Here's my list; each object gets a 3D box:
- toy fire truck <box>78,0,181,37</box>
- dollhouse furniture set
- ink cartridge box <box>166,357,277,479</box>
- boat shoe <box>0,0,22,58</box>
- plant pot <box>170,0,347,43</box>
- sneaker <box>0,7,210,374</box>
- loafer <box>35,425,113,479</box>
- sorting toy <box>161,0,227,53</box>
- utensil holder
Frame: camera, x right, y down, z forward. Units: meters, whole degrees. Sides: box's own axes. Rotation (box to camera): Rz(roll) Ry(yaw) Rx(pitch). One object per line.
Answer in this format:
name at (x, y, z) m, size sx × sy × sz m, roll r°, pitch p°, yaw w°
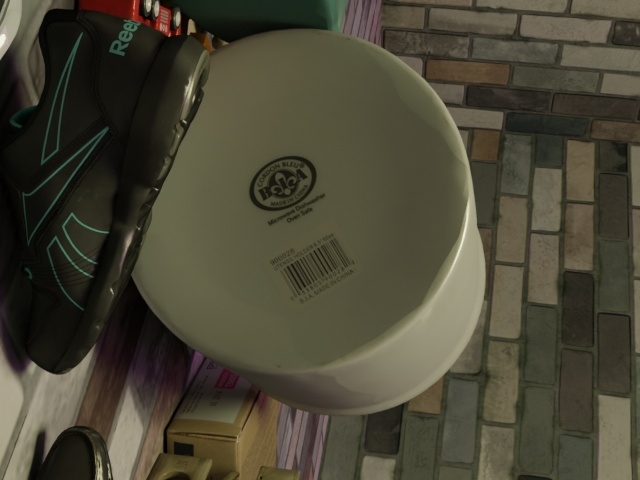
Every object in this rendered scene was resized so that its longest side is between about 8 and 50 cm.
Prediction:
toy fire truck at (-0.154, -0.123, 0.828) m, size 0.192 × 0.047 × 0.135 m, roll -31°, pitch 127°, yaw -82°
dollhouse furniture set at (-0.104, 0.337, 1.140) m, size 0.101 × 0.161 × 0.181 m, roll -68°, pitch 162°, yaw -65°
ink cartridge box at (-0.113, 0.255, 1.297) m, size 0.234 × 0.088 × 0.193 m, roll -64°, pitch 158°, yaw -68°
boat shoe at (-0.186, -0.153, 0.584) m, size 0.040 × 0.049 × 0.142 m, roll 45°, pitch 47°, yaw -56°
plant pot at (-0.048, -0.270, 0.932) m, size 0.234 × 0.166 × 0.165 m, roll 61°, pitch 38°, yaw -66°
sneaker at (-0.159, -0.030, 0.710) m, size 0.101 × 0.106 × 0.267 m, roll -81°, pitch -166°, yaw -62°
loafer at (-0.190, 0.216, 0.775) m, size 0.061 × 0.062 × 0.170 m, roll 61°, pitch 35°, yaw -72°
sorting toy at (-0.111, -0.307, 1.084) m, size 0.229 × 0.041 × 0.307 m, roll 80°, pitch 23°, yaw -55°
utensil holder at (0.000, 0.000, 1.080) m, size 0.385 × 0.328 × 0.327 m, roll 57°, pitch 39°, yaw -74°
